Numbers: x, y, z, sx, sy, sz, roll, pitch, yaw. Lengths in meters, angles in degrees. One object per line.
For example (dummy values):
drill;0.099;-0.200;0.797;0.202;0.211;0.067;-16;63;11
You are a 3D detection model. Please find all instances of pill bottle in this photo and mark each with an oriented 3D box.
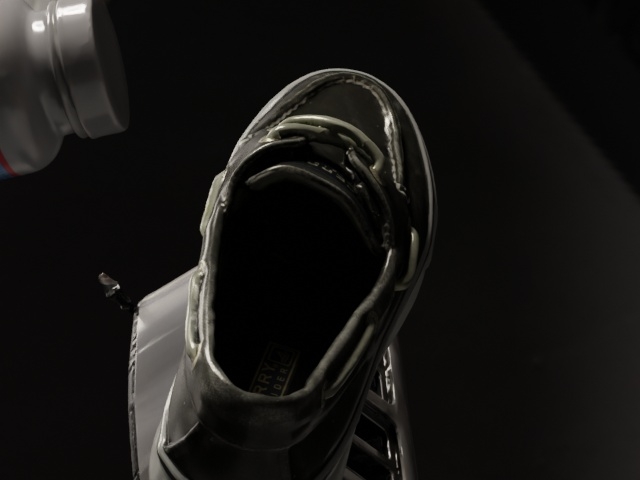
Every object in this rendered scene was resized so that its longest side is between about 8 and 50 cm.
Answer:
pill bottle;-0.174;-0.066;0.906;0.160;0.087;0.087;-11;51;5

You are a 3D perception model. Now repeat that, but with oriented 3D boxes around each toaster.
toaster;-0.028;0.101;1.131;0.186;0.110;0.168;39;29;-34

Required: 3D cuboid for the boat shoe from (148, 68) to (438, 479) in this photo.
boat shoe;0.000;0.000;0.635;0.078;0.070;0.219;13;40;0
